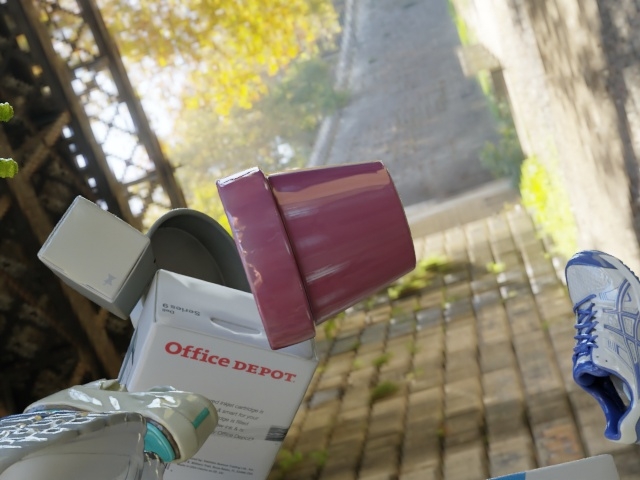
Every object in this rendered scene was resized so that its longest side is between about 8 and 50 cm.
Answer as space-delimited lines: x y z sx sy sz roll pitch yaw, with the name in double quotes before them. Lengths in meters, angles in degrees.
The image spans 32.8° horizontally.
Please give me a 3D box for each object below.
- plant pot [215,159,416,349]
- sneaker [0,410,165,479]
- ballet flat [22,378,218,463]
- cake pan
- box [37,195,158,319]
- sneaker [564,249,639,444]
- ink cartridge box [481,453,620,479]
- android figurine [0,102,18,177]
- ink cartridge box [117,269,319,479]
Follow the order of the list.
"plant pot" 0.000 0.000 1.188 0.201 0.180 0.201 162 90 -86
"sneaker" -0.143 0.173 0.626 0.297 0.111 0.129 76 -171 -69
"ballet flat" -0.198 0.176 1.081 0.086 0.248 0.086 3 -94 -49
"cake pan" -0.215 0.094 1.809 0.293 0.054 0.293 28 -126 -48
"box" -0.284 0.029 1.427 0.113 0.094 0.275 32 169 -2
"sneaker" 0.405 0.144 1.527 0.296 0.131 0.112 68 151 27
"ink cartridge box" 0.110 0.279 0.694 0.171 0.168 0.233 -1 -112 -34
"android figurine" -0.434 -0.101 1.058 0.056 0.272 0.248 -34 63 58
"ink cartridge box" -0.149 0.203 1.375 0.121 0.211 0.289 -101 31 -58
